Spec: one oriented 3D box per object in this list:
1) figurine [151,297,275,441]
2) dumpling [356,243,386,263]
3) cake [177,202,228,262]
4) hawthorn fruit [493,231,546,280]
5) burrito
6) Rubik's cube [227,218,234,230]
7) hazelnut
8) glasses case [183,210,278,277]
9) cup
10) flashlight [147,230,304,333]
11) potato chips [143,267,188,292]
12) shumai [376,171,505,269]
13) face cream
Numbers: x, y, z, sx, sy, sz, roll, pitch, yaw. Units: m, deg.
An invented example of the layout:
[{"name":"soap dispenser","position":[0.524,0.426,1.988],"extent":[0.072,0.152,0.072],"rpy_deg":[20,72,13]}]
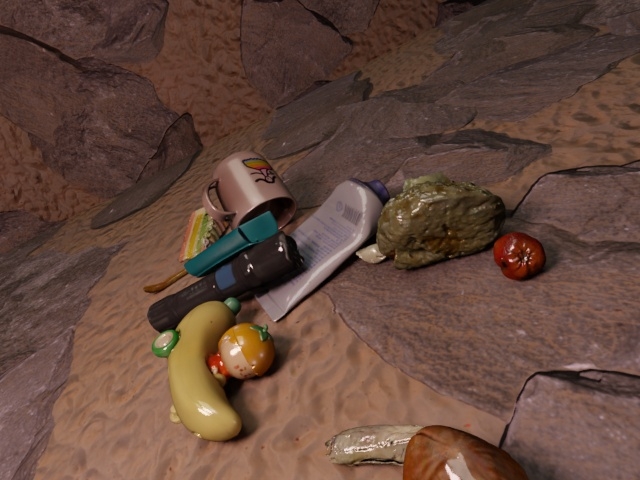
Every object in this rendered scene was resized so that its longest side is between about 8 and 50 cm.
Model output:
[{"name":"figurine","position":[-0.191,0.233,0.841],"extent":[0.222,0.124,0.324],"rpy_deg":[-27,33,-8]},{"name":"dumpling","position":[0.126,0.027,0.993],"extent":[0.077,0.043,0.059],"rpy_deg":[-25,10,36]},{"name":"cake","position":[-0.373,-0.009,1.408],"extent":[0.110,0.090,0.225],"rpy_deg":[-16,43,16]},{"name":"hawthorn fruit","position":[0.353,0.025,0.785],"extent":[0.093,0.093,0.093],"rpy_deg":[-19,31,12]},{"name":"burrito","position":[0.086,0.289,0.612],"extent":[0.188,0.044,0.058],"rpy_deg":[-13,7,26]},{"name":"Rubik's cube","position":[-0.209,-0.077,1.409],"extent":[0.178,0.211,0.190],"rpy_deg":[-10,61,-11]},{"name":"hazelnut","position":[0.154,0.280,0.476],"extent":[0.150,0.150,0.150],"rpy_deg":[-19,31,12]},{"name":"glasses case","position":[-0.235,0.023,1.130],"extent":[0.301,0.070,0.117],"rpy_deg":[-25,6,46]},{"name":"cup","position":[-0.221,-0.129,1.237],"extent":[0.253,0.191,0.200],"rpy_deg":[-13,60,-41]},{"name":"flashlight","position":[-0.235,0.111,1.037],"extent":[0.424,0.103,0.103],"rpy_deg":[-29,28,17]},{"name":"potato chips","position":[-0.427,0.102,1.305],"extent":[0.204,0.037,0.026],"rpy_deg":[-31,39,-19]},{"name":"shumai","position":[0.235,-0.068,0.912],"extent":[0.256,0.189,0.218],"rpy_deg":[-13,34,11]},{"name":"face cream","position":[0.000,0.000,1.073],"extent":[0.420,0.137,0.235],"rpy_deg":[-41,36,-9]}]
